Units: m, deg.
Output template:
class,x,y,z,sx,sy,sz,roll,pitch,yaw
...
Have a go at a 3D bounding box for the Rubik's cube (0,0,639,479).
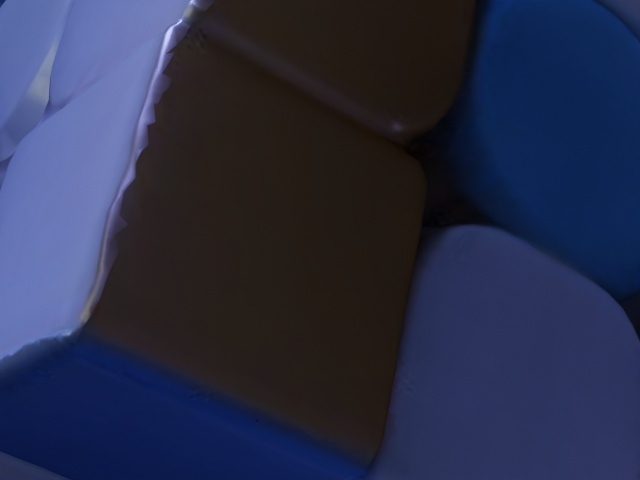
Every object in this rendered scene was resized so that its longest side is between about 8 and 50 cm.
class,x,y,z,sx,sy,sz,roll,pitch,yaw
Rubik's cube,0.000,0.000,0.686,0.347,0.344,0.347,-26,43,52
